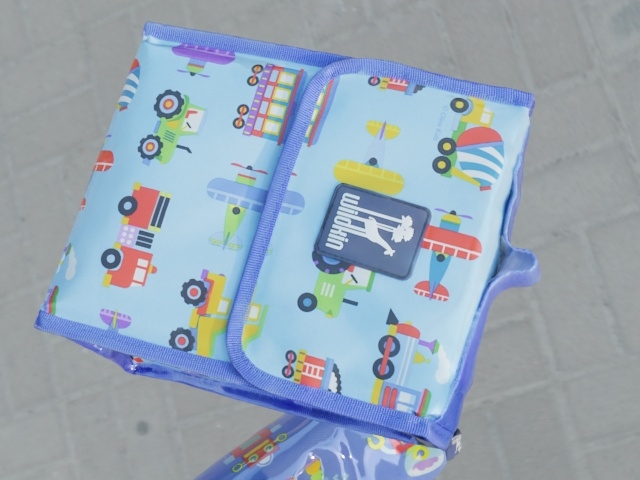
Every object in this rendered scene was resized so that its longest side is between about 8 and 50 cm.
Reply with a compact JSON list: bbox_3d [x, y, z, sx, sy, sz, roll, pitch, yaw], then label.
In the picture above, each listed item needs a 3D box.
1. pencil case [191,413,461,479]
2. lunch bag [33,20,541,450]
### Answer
[{"bbox_3d":[-0.030,0.225,0.997,0.306,0.119,0.133,-34,112,-13],"label":"pencil case"},{"bbox_3d":[0.000,0.000,0.748,0.293,0.138,0.221,11,75,25],"label":"lunch bag"}]
